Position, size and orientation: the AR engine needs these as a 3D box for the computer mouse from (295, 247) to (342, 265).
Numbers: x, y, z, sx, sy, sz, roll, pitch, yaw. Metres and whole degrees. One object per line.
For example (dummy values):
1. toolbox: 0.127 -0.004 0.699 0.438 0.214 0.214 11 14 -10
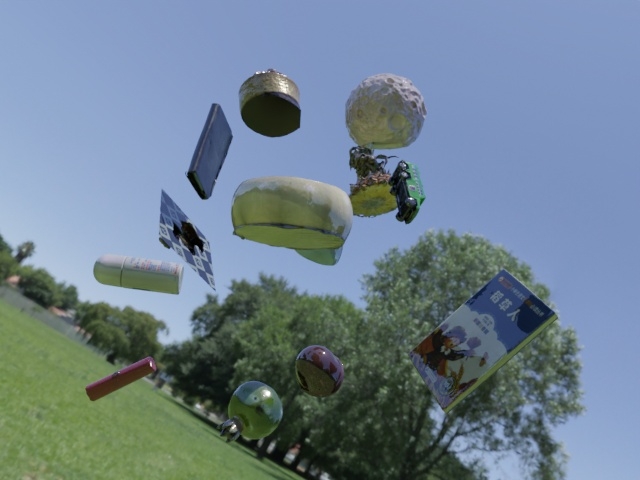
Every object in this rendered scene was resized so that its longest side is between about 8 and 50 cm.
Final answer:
1. computer mouse: 0.006 0.001 2.056 0.097 0.159 0.288 7 -12 27

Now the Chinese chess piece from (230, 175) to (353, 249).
1. Chinese chess piece: -0.079 -0.067 1.601 0.339 0.140 0.338 5 -10 1

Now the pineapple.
1. pineapple: 0.200 -0.267 2.336 0.263 0.271 0.262 -6 -30 -4

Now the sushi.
1. sushi: -0.457 0.009 1.906 0.294 0.059 0.292 55 9 -37

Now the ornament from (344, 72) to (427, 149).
1. ornament: 0.206 -0.409 1.848 0.260 0.224 0.259 -1 -1 0

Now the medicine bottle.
1. medicine bottle: -0.726 0.131 2.319 0.341 0.130 0.130 9 -18 -8

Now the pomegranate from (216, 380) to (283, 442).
1. pomegranate: -0.232 0.564 1.880 0.187 0.225 0.186 18 -60 35

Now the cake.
1. cake: -0.151 -0.443 1.805 0.208 0.178 0.185 23 -39 -26

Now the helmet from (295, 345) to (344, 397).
1. helmet: -0.013 0.395 1.813 0.175 0.155 0.106 -118 -176 -46

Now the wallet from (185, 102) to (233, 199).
1. wallet: -0.375 -0.302 1.992 0.045 0.317 0.172 2 -32 15

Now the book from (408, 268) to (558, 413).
1. book: 0.479 0.296 1.782 0.039 0.428 0.300 43 7 -24

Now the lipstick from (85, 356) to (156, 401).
1. lipstick: -0.794 0.552 2.327 0.073 0.280 0.073 64 -3 6

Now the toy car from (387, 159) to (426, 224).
1. toy car: 0.211 -0.115 1.405 0.063 0.165 0.071 8 -39 -17
